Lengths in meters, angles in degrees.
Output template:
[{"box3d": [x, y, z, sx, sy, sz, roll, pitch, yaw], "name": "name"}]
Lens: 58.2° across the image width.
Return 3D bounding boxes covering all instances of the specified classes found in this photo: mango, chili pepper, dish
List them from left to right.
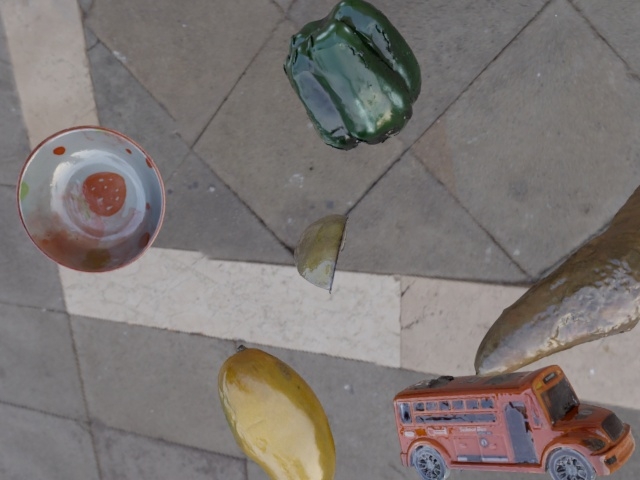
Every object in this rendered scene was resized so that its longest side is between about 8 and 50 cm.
[{"box3d": [-0.404, -0.075, 1.050, 0.260, 0.085, 0.261, 0, 98, -2], "name": "dish"}, {"box3d": [-0.041, 0.192, 0.590, 0.098, 0.075, 0.190, -26, 95, 13], "name": "mango"}, {"box3d": [0.058, -0.330, 1.152, 0.248, 0.233, 0.257, -24, 128, 27], "name": "chili pepper"}]

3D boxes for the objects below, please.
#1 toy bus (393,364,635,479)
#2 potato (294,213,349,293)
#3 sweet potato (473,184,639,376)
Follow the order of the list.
[{"box3d": [0.277, 0.274, 0.865, 0.329, 0.142, 0.153, -17, 83, 43], "name": "toy bus"}, {"box3d": [-0.002, 0.000, 1.172, 0.100, 0.261, 0.121, 11, 107, 4], "name": "potato"}, {"box3d": [0.298, 0.032, 0.579, 0.341, 0.114, 0.092, -39, 101, -15], "name": "sweet potato"}]
